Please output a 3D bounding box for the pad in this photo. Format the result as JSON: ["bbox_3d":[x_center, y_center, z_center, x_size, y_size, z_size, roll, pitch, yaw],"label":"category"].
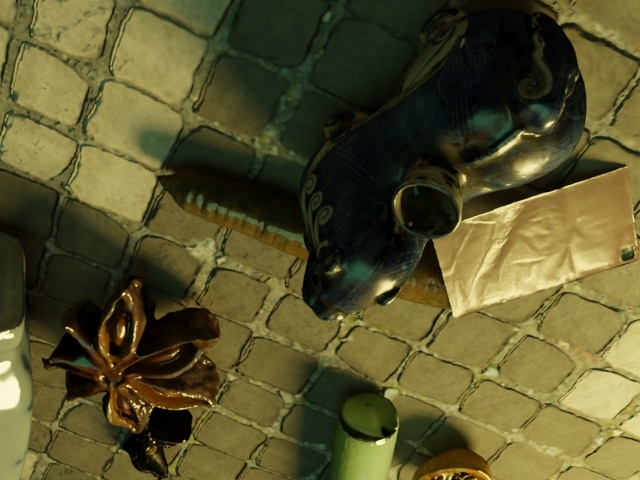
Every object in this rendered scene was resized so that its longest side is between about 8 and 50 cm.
[{"bbox_3d":[0.203,0.004,0.877,0.187,0.006,0.113,-19,125,3],"label":"pad"}]

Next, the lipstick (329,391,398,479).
[{"bbox_3d":[0.047,0.308,1.176,0.076,0.076,0.304,8,132,5],"label":"lipstick"}]

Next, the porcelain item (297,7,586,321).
[{"bbox_3d":[0.085,-0.061,0.764,0.138,0.186,0.288,40,126,-20],"label":"porcelain item"}]

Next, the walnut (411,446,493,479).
[{"bbox_3d":[0.162,0.289,1.147,0.091,0.052,0.121,30,133,-16],"label":"walnut"}]

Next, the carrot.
[{"bbox_3d":[0.000,-0.001,0.916,0.342,0.070,0.070,18,132,-3],"label":"carrot"}]

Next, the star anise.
[{"bbox_3d":[-0.199,0.125,1.057,0.220,0.099,0.214,-34,131,29],"label":"star anise"}]

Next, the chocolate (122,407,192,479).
[{"bbox_3d":[-0.214,0.262,1.201,0.072,0.070,0.147,43,131,11],"label":"chocolate"}]

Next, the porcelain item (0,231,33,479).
[{"bbox_3d":[-0.423,0.179,1.059,0.178,0.243,0.405,6,132,-24],"label":"porcelain item"}]
